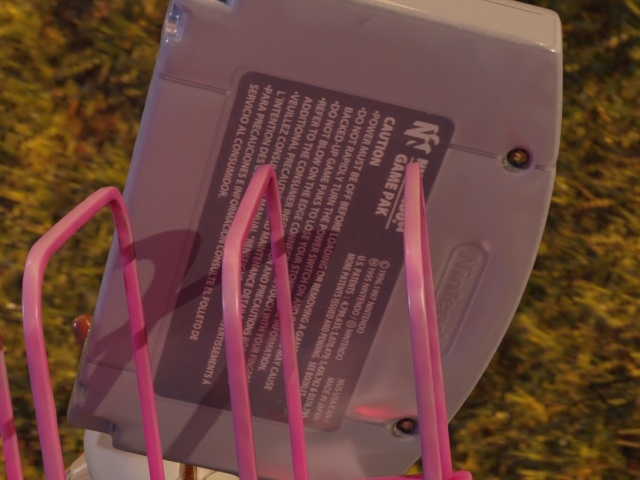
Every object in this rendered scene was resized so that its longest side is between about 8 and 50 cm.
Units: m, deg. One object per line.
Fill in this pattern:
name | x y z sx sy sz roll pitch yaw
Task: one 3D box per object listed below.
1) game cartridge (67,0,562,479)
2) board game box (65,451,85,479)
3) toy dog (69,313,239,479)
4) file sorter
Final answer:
game cartridge | 0.000 0.000 0.847 0.196 0.060 0.294 16 127 -5
board game box | -0.110 0.150 1.445 0.259 0.124 0.039 -42 61 38
toy dog | -0.110 0.131 1.109 0.220 0.334 0.161 -42 100 -14
file sorter | -0.087 0.076 0.723 0.291 0.202 0.182 -5 103 5
